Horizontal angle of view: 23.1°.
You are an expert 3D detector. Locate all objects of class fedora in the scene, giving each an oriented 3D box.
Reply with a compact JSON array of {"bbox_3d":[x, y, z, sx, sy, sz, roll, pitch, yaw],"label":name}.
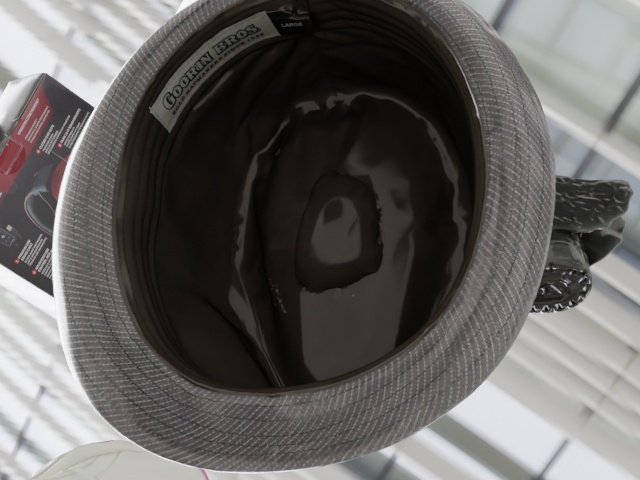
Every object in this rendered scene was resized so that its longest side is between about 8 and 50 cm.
[{"bbox_3d":[0.000,0.000,0.771,0.244,0.124,0.275,-13,-118,11],"label":"fedora"}]

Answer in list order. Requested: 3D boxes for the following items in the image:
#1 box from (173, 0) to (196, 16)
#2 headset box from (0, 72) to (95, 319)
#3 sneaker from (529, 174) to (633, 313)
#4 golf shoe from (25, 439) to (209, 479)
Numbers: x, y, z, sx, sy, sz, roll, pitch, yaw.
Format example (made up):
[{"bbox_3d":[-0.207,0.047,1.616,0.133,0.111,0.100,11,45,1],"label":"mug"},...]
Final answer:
[{"bbox_3d":[-0.044,-0.224,1.636,0.184,0.261,0.103,-6,-101,-20],"label":"box"},{"bbox_3d":[-0.298,-0.039,1.812,0.293,0.110,0.218,35,-110,-28],"label":"headset box"},{"bbox_3d":[0.088,-0.003,0.859,0.170,0.051,0.089,2,-139,0],"label":"sneaker"},{"bbox_3d":[-0.212,0.237,1.228,0.306,0.115,0.140,-7,-163,-30],"label":"golf shoe"}]
